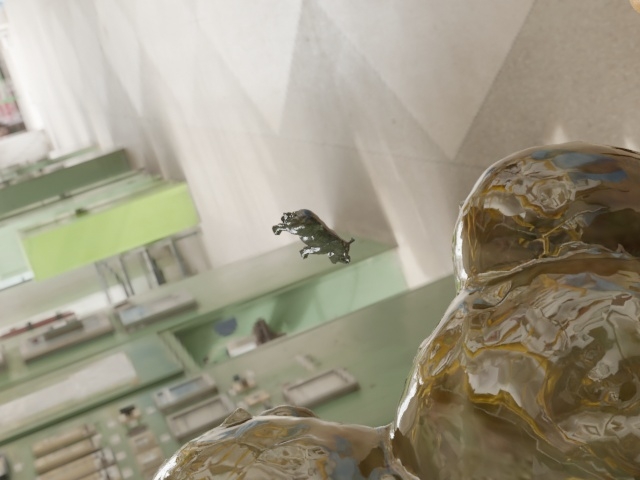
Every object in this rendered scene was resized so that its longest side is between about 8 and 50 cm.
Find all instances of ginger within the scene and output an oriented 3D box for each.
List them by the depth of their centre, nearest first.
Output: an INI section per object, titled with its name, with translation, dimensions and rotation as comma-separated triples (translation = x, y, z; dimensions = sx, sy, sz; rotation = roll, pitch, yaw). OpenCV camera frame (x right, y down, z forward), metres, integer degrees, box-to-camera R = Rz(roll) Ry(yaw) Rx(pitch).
[ginger]
translation = 0.075, 0.105, 0.384
dimensions = 0.244, 0.304, 0.155
rotation = 40, 174, 34

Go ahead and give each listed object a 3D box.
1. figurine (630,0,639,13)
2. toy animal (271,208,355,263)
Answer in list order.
[figurine]
translation = 0.398, -0.323, 1.028
dimensions = 0.102, 0.195, 0.111
rotation = 32, -179, 29
[toy animal]
translation = 0.000, 0.000, 1.345
dimensions = 0.065, 0.047, 0.135
rotation = -14, 139, 39
